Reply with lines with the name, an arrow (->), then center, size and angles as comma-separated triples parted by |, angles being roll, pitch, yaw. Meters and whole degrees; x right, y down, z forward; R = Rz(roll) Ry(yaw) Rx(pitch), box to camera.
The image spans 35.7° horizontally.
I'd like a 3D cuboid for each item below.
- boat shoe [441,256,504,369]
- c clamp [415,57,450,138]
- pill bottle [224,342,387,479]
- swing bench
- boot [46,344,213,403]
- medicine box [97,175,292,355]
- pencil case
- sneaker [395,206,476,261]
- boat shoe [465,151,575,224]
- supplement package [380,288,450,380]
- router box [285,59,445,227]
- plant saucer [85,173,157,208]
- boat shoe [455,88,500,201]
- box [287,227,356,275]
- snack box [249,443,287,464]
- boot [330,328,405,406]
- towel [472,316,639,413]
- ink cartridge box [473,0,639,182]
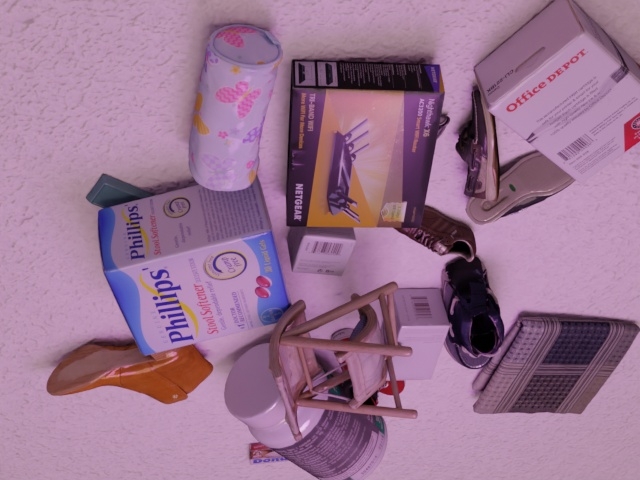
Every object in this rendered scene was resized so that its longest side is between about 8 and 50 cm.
boat shoe -> 0.318, 0.201, 2.053 | 0.127, 0.158, 0.341 | -15, 136, 4
c clamp -> 0.162, -0.218, 1.686 | 0.137, 0.022, 0.160 | -33, 132, 21
pill bottle -> -0.029, 0.374, 2.129 | 0.204, 0.204, 0.361 | -30, 134, 19
swing bench -> 0.038, 0.228, 1.851 | 0.254, 0.165, 0.253 | -10, 143, 0
boot -> -0.384, 0.285, 2.035 | 0.295, 0.104, 0.211 | -26, 134, 10
medicine box -> -0.218, 0.046, 1.768 | 0.289, 0.149, 0.263 | -15, 140, -3
pencil case -> -0.136, -0.204, 1.573 | 0.124, 0.113, 0.273 | -5, 137, -19
sneaker -> 0.219, -0.011, 1.876 | 0.188, 0.071, 0.066 | 14, 131, -25
boat shoe -> 0.375, -0.101, 1.829 | 0.233, 0.084, 0.079 | -28, 171, 8
supplement package -> 0.189, 0.196, 2.061 | 0.105, 0.105, 0.179 | 0, 135, -12
router box -> 0.066, -0.154, 1.674 | 0.242, 0.081, 0.309 | 0, 136, -3
plant saucer -> -0.314, -0.057, 1.758 | 0.192, 0.018, 0.067 | 22, 128, -31
boat shoe -> 0.270, -0.160, 1.724 | 0.073, 0.080, 0.224 | -3, 130, 13
box -> 0.000, 0.000, 1.830 | 0.101, 0.087, 0.102 | 5, 135, -17
snack box -> -0.081, 0.505, 2.385 | 0.178, 0.022, 0.064 | -4, 137, -9
boot -> 0.114, 0.316, 2.119 | 0.088, 0.176, 0.244 | -32, 134, 18
towel -> 0.528, 0.287, 2.277 | 0.312, 0.056, 0.324 | 4, 132, -19
ink cartridge box -> 0.416, -0.245, 1.644 | 0.273, 0.114, 0.197 | 30, 124, -36
